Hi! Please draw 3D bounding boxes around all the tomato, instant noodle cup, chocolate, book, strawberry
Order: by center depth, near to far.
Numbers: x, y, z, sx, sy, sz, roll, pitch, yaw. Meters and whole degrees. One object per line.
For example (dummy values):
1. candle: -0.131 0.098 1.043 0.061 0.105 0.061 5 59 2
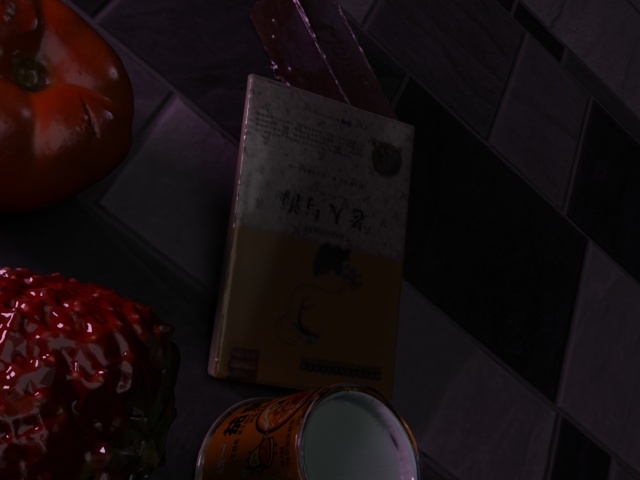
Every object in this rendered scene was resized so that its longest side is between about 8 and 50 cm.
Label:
1. strawberry: -0.300 0.145 0.721 0.351 0.267 0.312 25 34 -4
2. tomato: -0.325 -0.139 0.901 0.259 0.180 0.260 17 60 -31
3. instant noodle cup: -0.005 0.257 0.943 0.215 0.172 0.216 19 56 -31
4. book: 0.000 0.000 1.110 0.269 0.032 0.389 12 77 -30
5. chocolate: 0.018 -0.236 1.274 0.112 0.112 0.321 -17 78 -41
